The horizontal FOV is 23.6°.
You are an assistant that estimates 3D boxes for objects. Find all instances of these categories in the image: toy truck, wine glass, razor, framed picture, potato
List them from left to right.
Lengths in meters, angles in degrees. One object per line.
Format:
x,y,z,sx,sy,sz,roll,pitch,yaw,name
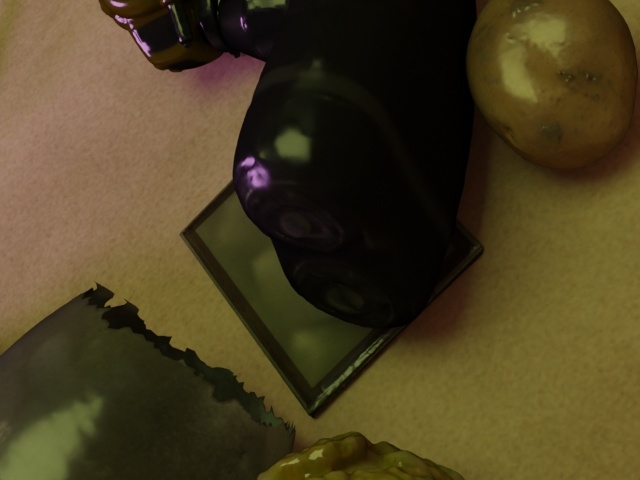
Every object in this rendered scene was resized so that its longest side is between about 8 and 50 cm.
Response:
-0.172,0.204,0.999,0.238,0.238,0.323,32,85,43,wine glass
-0.072,-0.208,1.238,0.224,0.147,0.165,-20,82,25,toy truck
0.000,0.000,1.135,0.173,0.010,0.231,-44,46,6,framed picture
0.037,-0.124,1.040,0.113,0.204,0.349,-4,56,24,razor
0.157,-0.116,1.025,0.112,0.112,0.147,-27,59,21,potato

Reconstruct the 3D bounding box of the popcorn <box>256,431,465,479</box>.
0.019,0.215,0.893,0.174,0.168,0.195,27,93,6,popcorn
